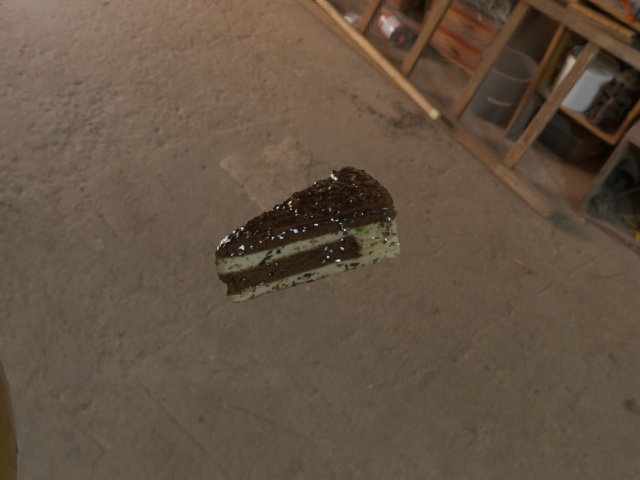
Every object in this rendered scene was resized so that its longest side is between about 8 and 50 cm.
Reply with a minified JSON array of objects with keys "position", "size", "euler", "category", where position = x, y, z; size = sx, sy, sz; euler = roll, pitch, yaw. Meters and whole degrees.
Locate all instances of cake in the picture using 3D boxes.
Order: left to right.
[{"position":[-0.005,0.007,0.819],"size":[0.246,0.112,0.135],"euler":[-33,39,-28],"category":"cake"}]

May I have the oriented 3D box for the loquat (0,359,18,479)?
[{"position":[-0.311,0.156,0.359],"size":[0.276,0.276,0.284],"euler":[-17,59,-28],"category":"loquat"}]
